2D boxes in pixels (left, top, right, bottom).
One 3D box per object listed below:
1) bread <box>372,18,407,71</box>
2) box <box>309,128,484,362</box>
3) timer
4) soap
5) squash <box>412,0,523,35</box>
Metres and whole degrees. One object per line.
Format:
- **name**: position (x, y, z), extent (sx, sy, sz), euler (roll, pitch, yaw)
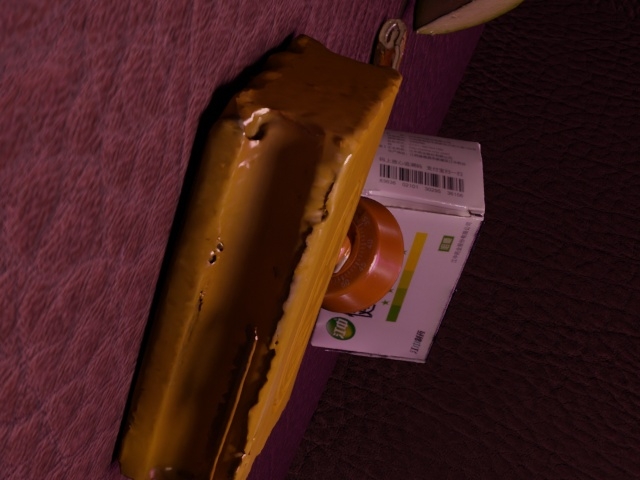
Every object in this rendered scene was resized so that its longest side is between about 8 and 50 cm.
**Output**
- **bread**: position (0.083, -0.226, 1.337), extent (0.083, 0.036, 0.047), euler (103, 8, -66)
- **box**: position (0.095, 0.009, 1.487), extent (0.332, 0.173, 0.145), euler (104, -10, -49)
- **timer**: position (0.000, 0.000, 1.155), extent (0.152, 0.132, 0.132), euler (26, 86, -62)
- **soap**: position (-0.045, 0.025, 0.838), extent (0.204, 0.096, 0.324), euler (-57, 168, -62)
- **squash**: position (0.223, -0.346, 1.453), extent (0.192, 0.085, 0.184), euler (-20, -138, 39)
